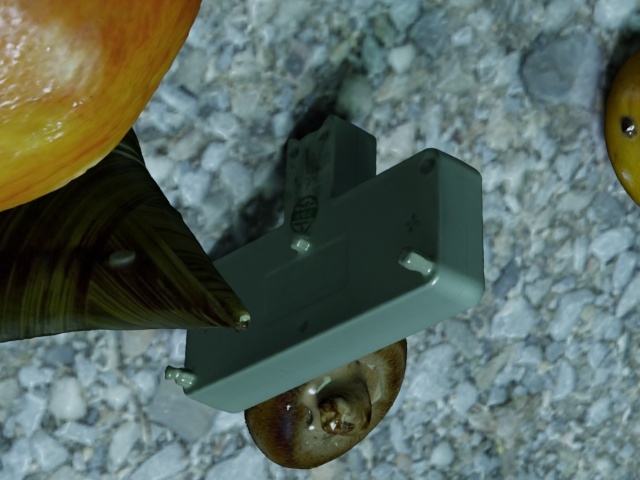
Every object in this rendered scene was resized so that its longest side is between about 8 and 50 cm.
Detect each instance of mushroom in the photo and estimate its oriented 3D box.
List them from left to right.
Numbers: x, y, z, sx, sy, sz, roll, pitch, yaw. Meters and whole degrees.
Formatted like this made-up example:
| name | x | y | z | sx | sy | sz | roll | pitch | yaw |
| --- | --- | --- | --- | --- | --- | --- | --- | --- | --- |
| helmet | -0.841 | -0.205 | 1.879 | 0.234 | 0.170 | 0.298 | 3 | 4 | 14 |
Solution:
| name | x | y | z | sx | sy | sz | roll | pitch | yaw |
| --- | --- | --- | --- | --- | --- | --- | --- | --- | --- |
| mushroom | 0.002 | 0.086 | 1.212 | 0.109 | 0.085 | 0.126 | -42 | 157 | -60 |

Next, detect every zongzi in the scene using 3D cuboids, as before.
| name | x | y | z | sx | sy | sz | roll | pitch | yaw |
| --- | --- | --- | --- | --- | --- | --- | --- | --- | --- |
| zongzi | -0.179 | 0.035 | 0.980 | 0.248 | 0.241 | 0.111 | -35 | 131 | -1 |

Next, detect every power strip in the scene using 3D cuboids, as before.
| name | x | y | z | sx | sy | sz | roll | pitch | yaw |
| --- | --- | --- | --- | --- | --- | --- | --- | --- | --- |
| power strip | 0.000 | 0.000 | 1.115 | 0.061 | 0.145 | 0.216 | 27 | 142 | -35 |

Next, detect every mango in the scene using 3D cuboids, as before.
| name | x | y | z | sx | sy | sz | roll | pitch | yaw |
| --- | --- | --- | --- | --- | --- | --- | --- | --- | --- |
| mango | 0.238 | -0.059 | 1.235 | 0.115 | 0.089 | 0.165 | -40 | 134 | -10 |

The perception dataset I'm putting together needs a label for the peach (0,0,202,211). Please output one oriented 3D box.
| name | x | y | z | sx | sy | sz | roll | pitch | yaw |
| --- | --- | --- | --- | --- | --- | --- | --- | --- | --- |
| peach | -0.169 | -0.145 | 0.866 | 0.281 | 0.238 | 0.281 | 0 | 89 | -13 |
